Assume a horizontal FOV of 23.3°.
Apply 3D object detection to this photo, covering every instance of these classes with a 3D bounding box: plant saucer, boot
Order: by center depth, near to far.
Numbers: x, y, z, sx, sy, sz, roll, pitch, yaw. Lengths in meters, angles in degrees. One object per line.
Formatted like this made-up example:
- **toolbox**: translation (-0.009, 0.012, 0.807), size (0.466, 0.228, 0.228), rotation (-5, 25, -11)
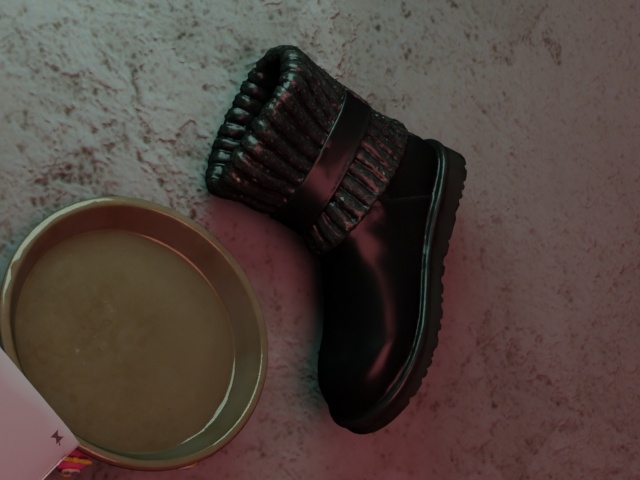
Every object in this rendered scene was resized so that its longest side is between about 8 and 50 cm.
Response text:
- **plant saucer**: translation (-0.180, 0.090, 1.493), size (0.278, 0.041, 0.278), rotation (14, 61, -26)
- **boot**: translation (-0.002, 0.000, 1.585), size (0.260, 0.131, 0.348), rotation (27, 64, -33)

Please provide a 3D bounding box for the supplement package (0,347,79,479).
- **supplement package**: translation (-0.380, 0.186, 1.314), size (0.262, 0.145, 0.204), rotation (-48, 117, -27)

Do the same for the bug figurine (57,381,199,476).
- **bug figurine**: translation (-0.191, 0.241, 1.505), size (0.279, 0.072, 0.216), rotation (4, 86, -29)
